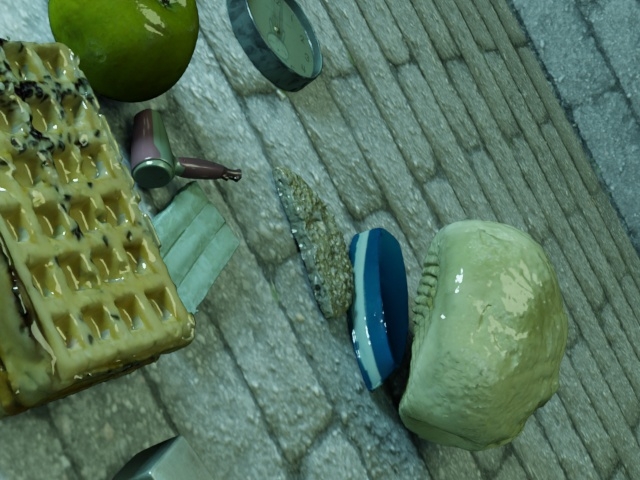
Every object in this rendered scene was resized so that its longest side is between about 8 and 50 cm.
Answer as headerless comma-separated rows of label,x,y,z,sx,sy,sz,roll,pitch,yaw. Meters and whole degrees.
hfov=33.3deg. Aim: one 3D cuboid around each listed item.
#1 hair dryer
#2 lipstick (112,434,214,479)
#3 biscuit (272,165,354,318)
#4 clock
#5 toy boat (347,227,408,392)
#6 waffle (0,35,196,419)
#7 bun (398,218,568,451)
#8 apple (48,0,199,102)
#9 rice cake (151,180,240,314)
hair dryer,-0.172,-0.102,1.385,0.154,0.054,0.106,20,43,-29
lipstick,-0.084,0.379,1.123,0.371,0.076,0.080,58,30,-9
biscuit,0.003,0.003,1.644,0.133,0.032,0.249,7,59,-59
clock,-0.074,-0.356,1.814,0.215,0.042,0.214,40,35,-36
toy boat,0.093,0.105,1.675,0.096,0.062,0.299,41,35,-36
waffle,-0.290,-0.028,1.089,0.261,0.114,0.376,-12,76,-61
bun,0.249,0.146,1.602,0.349,0.227,0.352,-60,161,-82
apple,-0.241,-0.272,1.342,0.196,0.157,0.196,28,49,-38
rice cake,-0.167,0.011,1.341,0.124,0.038,0.211,56,28,-11
